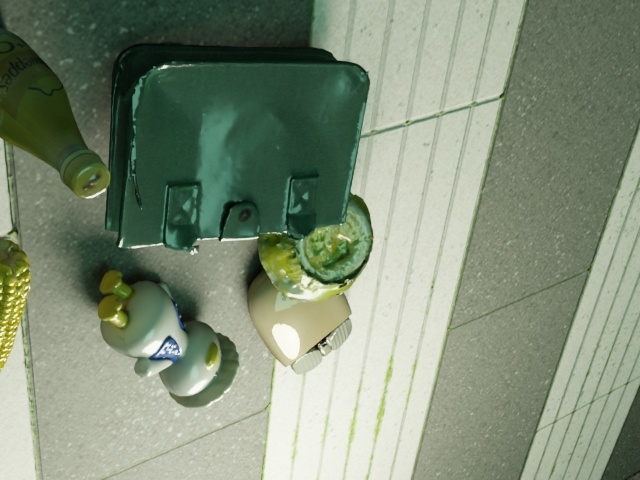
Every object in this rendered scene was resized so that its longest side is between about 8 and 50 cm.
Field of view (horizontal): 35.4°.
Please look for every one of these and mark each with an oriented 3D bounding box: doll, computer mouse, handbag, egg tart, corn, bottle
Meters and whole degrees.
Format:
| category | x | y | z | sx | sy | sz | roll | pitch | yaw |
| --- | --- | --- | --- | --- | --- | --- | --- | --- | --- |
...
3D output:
| category | x | y | z | sx | sy | sz | roll | pitch | yaw |
| --- | --- | --- | --- | --- | --- | --- | --- | --- | --- |
| doll | -0.204 | 0.140 | 1.363 | 0.119 | 0.138 | 0.293 | -11 | 144 | 21 |
| computer mouse | -0.026 | 0.115 | 1.533 | 0.145 | 0.082 | 0.236 | -38 | 140 | -13 |
| handbag | -0.096 | -0.113 | 1.214 | 0.326 | 0.089 | 0.238 | -7 | 114 | -35 |
| egg tart | 0.000 | 0.000 | 1.410 | 0.197 | 0.078 | 0.197 | -5 | 100 | -29 |
| corn | -0.404 | 0.111 | 1.171 | 0.093 | 0.093 | 0.244 | 0 | 123 | -43 |
| bottle | -0.272 | -0.122 | 0.948 | 0.083 | 0.269 | 0.083 | -26 | 138 | -26 |
